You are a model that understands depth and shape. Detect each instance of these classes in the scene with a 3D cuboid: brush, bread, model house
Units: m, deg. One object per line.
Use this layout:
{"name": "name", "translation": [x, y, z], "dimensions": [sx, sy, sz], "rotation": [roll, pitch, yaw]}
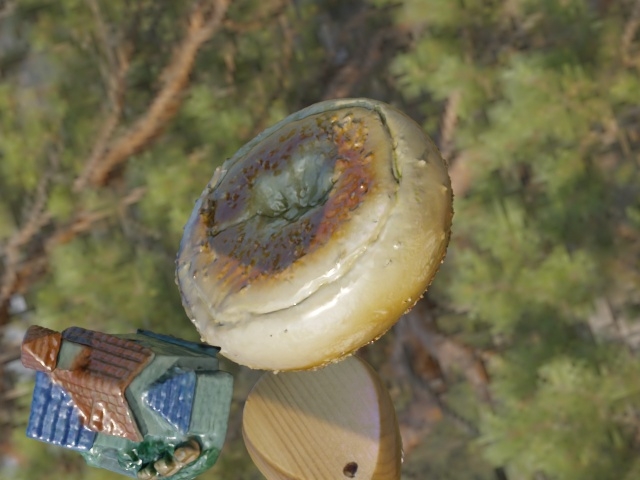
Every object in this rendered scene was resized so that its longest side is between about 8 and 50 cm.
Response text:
{"name": "brush", "translation": [0.026, 0.257, 1.969], "dimensions": [0.166, 0.174, 0.267], "rotation": [62, 176, -38]}
{"name": "bread", "translation": [0.000, 0.000, 1.724], "dimensions": [0.159, 0.305, 0.305], "rotation": [42, -162, -43]}
{"name": "model house", "translation": [-0.167, 0.120, 1.308], "dimensions": [0.148, 0.148, 0.119], "rotation": [19, -96, -49]}
